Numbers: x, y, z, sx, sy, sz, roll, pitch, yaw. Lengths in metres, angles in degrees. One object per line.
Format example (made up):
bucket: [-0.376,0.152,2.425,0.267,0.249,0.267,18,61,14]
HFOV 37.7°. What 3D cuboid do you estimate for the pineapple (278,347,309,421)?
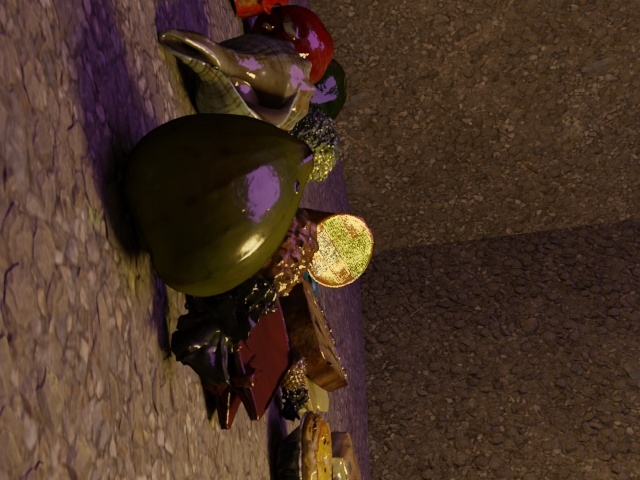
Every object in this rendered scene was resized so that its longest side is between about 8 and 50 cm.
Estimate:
pineapple: [-0.057,0.281,1.804,0.074,0.074,0.159,-88,173,-55]

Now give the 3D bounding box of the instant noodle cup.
instant noodle cup: [0.000,0.000,2.048,0.185,0.168,0.168,27,-50,60]

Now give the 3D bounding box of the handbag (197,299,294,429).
handbag: [-0.116,0.109,1.375,0.275,0.084,0.260,-62,142,-76]

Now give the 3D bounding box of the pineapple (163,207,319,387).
pineapple: [-0.096,0.063,1.167,0.128,0.128,0.248,76,35,-49]

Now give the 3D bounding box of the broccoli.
broccoli: [-0.053,-0.212,1.975,0.198,0.226,0.176,44,62,-20]

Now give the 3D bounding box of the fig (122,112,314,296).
fig: [-0.105,-0.053,1.057,0.203,0.225,0.203,63,-10,19]

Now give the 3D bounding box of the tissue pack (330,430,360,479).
tissue pack: [0.044,0.577,2.270,0.222,0.090,0.186,-54,134,-83]

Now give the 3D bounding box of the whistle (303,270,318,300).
whistle: [-0.037,0.091,2.173,0.114,0.077,0.235,35,49,-56]

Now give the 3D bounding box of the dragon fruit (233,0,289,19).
dragon fruit: [-0.098,-0.529,1.917,0.274,0.161,0.126,-91,169,-55]

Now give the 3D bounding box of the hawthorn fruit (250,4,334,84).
hawthorn fruit: [-0.073,-0.421,2.009,0.202,0.185,0.185,28,53,-64]

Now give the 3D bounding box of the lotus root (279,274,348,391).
lotus root: [-0.016,0.207,1.957,0.170,0.075,0.260,-33,102,-83]

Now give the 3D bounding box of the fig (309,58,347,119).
fig: [-0.036,-0.331,2.171,0.245,0.195,0.195,-74,157,-58]

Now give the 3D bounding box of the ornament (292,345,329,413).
ornament: [-0.036,0.291,2.043,0.201,0.059,0.180,52,26,-74]

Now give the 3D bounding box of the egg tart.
egg tart: [-0.029,0.434,1.751,0.234,0.094,0.234,-4,90,-83]

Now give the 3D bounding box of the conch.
conch: [-0.126,-0.225,1.440,0.386,0.170,0.203,-6,62,-51]
